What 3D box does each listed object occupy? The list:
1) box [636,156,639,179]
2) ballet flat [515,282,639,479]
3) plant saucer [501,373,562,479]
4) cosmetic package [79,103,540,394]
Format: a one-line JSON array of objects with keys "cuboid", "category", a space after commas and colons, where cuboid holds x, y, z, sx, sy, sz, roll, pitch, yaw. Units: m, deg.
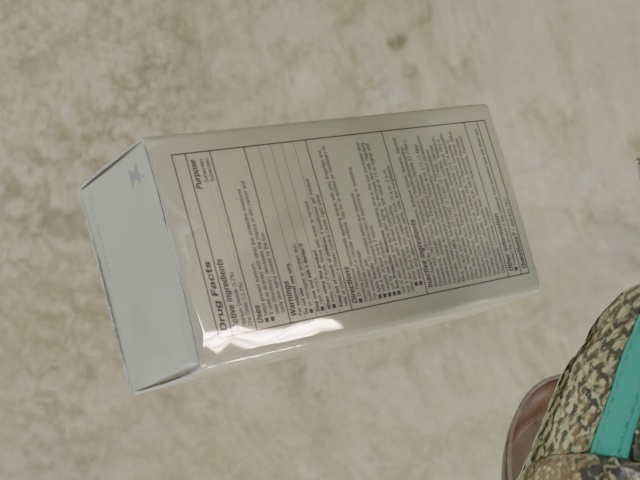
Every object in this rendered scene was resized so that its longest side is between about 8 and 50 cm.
[{"cuboid": [0.381, -0.028, 0.916, 0.242, 0.307, 0.076, -10, 100, 5], "category": "box"}, {"cuboid": [0.243, 0.156, 0.621, 0.164, 0.182, 0.483, 4, 155, 38], "category": "ballet flat"}, {"cuboid": [0.275, 0.274, 1.195, 0.311, 0.310, 0.050, 28, 135, -25], "category": "plant saucer"}, {"cuboid": [0.000, 0.000, 0.934, 0.309, 0.160, 0.113, -9, 170, -35], "category": "cosmetic package"}]
